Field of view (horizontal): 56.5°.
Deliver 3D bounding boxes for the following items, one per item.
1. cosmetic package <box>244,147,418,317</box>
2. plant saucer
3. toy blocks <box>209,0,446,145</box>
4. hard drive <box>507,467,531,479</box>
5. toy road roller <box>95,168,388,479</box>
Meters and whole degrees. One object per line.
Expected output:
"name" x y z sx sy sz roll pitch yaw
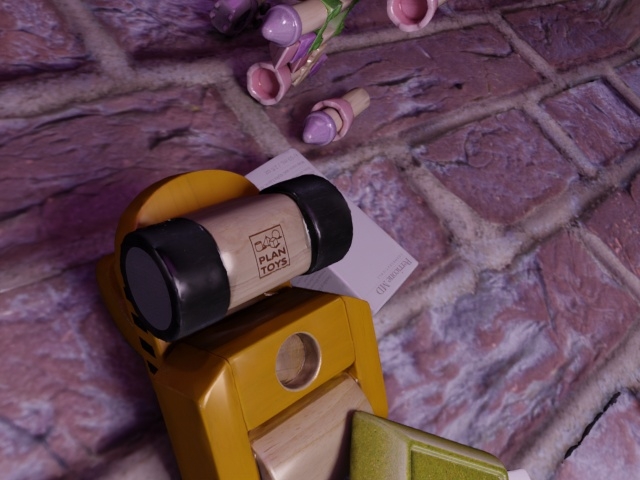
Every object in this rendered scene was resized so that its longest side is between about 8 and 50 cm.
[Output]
"cosmetic package" 0.000 0.000 0.763 0.231 0.085 0.117 42 48 8
"plant saucer" 0.111 0.260 0.525 0.188 0.045 0.189 25 52 -26
"toy blocks" -0.034 -0.317 0.846 0.309 0.288 0.260 42 42 2
"hard drive" 0.118 0.337 0.546 0.307 0.040 0.203 7 60 -37
"toy road roller" -0.093 0.092 0.601 0.202 0.240 0.330 -24 107 -39
